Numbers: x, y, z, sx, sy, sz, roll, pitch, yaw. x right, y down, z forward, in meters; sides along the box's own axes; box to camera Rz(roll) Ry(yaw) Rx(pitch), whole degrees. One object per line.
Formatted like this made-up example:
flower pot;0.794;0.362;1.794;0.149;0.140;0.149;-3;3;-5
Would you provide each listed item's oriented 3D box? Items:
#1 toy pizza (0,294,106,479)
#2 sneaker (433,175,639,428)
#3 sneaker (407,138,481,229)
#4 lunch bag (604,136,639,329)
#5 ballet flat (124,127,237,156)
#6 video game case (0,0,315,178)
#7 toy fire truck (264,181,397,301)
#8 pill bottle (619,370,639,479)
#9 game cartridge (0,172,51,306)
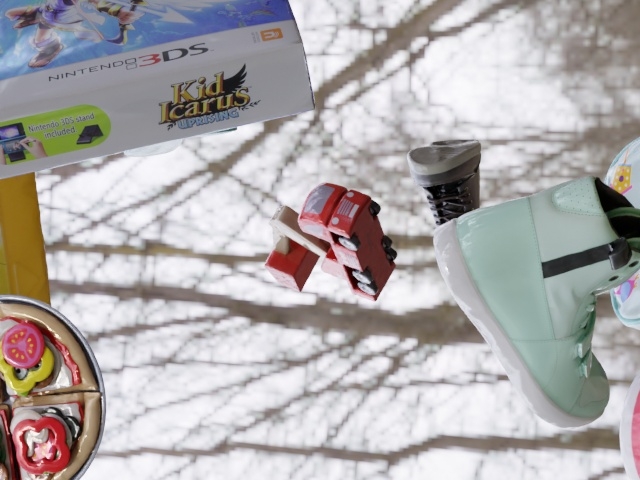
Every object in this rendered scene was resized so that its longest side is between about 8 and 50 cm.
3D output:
toy pizza;-0.293;0.151;1.371;0.032;0.201;0.201;-4;-84;-71
sneaker;0.207;0.052;1.123;0.256;0.151;0.094;48;-153;-42
sneaker;0.158;-0.056;1.752;0.222;0.083;0.118;-28;-67;-74
lunch bag;0.400;-0.024;1.439;0.108;0.279;0.224;14;-121;-30
ballet flat;-0.178;-0.164;1.700;0.348;0.123;0.123;177;97;-72
video game case;-0.147;-0.164;1.122;0.269;0.244;0.061;-107;6;-52
toy fire truck;0.000;0.000;1.377;0.047;0.135;0.192;-60;-25;-20
pill bottle;0.286;0.122;0.908;0.108;0.180;0.108;4;-96;-39
game cartridge;-0.426;0.060;1.445;0.324;0.053;0.285;-11;-78;-26
